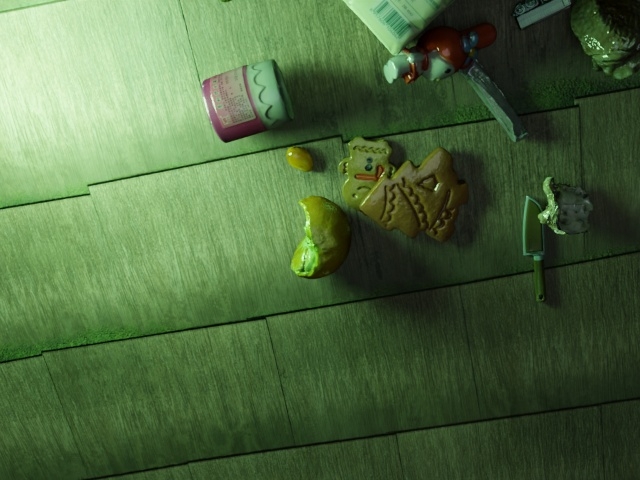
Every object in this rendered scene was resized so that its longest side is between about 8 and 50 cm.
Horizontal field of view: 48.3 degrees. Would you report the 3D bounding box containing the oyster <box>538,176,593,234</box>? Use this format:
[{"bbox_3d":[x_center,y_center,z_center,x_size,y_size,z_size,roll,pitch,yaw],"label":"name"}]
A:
[{"bbox_3d":[0.676,-0.101,1.988,0.163,0.081,0.191,-30,112,-16],"label":"oyster"}]

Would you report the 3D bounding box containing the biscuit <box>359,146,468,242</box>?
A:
[{"bbox_3d":[0.260,-0.110,1.984,0.307,0.043,0.283,-9,116,-2],"label":"biscuit"}]

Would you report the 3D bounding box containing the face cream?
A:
[{"bbox_3d":[-0.185,-0.360,1.839,0.195,0.175,0.175,-17,111,9],"label":"face cream"}]

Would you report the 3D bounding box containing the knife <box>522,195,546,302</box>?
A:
[{"bbox_3d":[0.618,0.030,2.062,0.061,0.027,0.342,-6,112,8],"label":"knife"}]

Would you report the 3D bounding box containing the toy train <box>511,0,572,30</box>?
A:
[{"bbox_3d":[0.556,-0.589,1.800,0.148,0.038,0.070,-24,109,12],"label":"toy train"}]

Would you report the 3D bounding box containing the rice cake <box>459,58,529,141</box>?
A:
[{"bbox_3d":[0.460,-0.368,1.889,0.055,0.049,0.270,-45,106,-6],"label":"rice cake"}]

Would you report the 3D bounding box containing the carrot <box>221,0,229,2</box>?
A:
[{"bbox_3d":[-0.150,-0.704,1.761,0.298,0.078,0.078,-37,107,9],"label":"carrot"}]

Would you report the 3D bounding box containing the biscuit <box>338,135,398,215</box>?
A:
[{"bbox_3d":[0.129,-0.175,1.985,0.166,0.036,0.225,8,113,-3],"label":"biscuit"}]

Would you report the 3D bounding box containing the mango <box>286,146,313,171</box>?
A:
[{"bbox_3d":[-0.055,-0.222,1.966,0.060,0.046,0.089,-36,120,17],"label":"mango"}]

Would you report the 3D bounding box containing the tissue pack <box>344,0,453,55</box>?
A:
[{"bbox_3d":[0.157,-0.675,1.681,0.297,0.207,0.380,-39,106,20],"label":"tissue pack"}]

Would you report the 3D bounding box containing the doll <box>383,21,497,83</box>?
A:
[{"bbox_3d":[0.302,-0.470,1.791,0.291,0.161,0.129,-21,87,-11],"label":"doll"}]

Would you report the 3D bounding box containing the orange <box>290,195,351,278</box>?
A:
[{"bbox_3d":[0.006,-0.001,1.981,0.159,0.179,0.237,8,111,1],"label":"orange"}]

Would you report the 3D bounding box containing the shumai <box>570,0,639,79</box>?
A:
[{"bbox_3d":[0.712,-0.506,1.786,0.184,0.218,0.185,-25,154,-14],"label":"shumai"}]
